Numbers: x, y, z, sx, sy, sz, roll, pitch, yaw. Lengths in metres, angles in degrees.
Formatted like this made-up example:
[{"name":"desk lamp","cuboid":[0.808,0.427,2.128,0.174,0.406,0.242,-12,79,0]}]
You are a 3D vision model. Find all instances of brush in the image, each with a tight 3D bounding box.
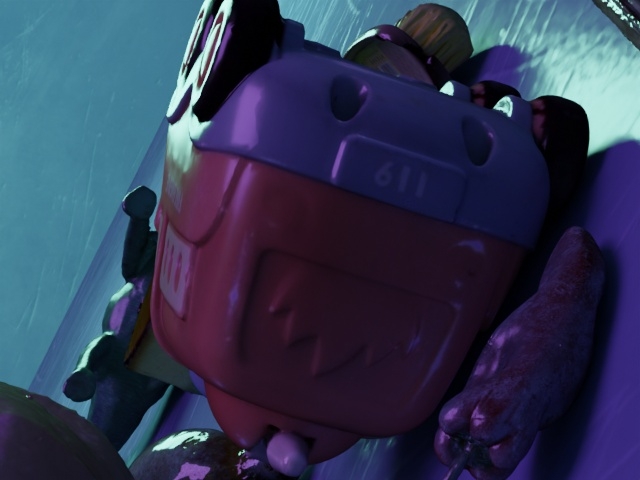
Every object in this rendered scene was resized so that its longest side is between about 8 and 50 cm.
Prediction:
[{"name":"brush","cuboid":[0.045,-0.108,1.237,0.067,0.072,0.313,-41,3,-14]}]

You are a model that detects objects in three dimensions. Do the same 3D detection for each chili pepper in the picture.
[{"name":"chili pepper","cuboid":[0.083,0.049,0.694,0.050,0.041,0.153,-18,25,47]}]

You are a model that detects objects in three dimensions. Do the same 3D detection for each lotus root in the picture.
[{"name":"lotus root","cuboid":[-0.070,0.155,1.054,0.165,0.088,0.088,-27,35,55]}]

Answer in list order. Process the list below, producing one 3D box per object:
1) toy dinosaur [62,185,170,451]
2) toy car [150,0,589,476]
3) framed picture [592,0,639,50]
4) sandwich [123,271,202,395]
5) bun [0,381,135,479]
[{"name":"toy dinosaur","cuboid":[-0.158,0.080,1.636,0.331,0.129,0.383,121,174,-68]},{"name":"toy car","cuboid":[0.000,0.000,0.879,0.270,0.180,0.212,-134,62,-78]},{"name":"framed picture","cuboid":[0.210,-0.214,0.815,0.273,0.016,0.216,-59,11,14]},{"name":"sandwich","cuboid":[-0.041,0.008,1.183,0.220,0.108,0.186,-66,12,-4]},{"name":"bun","cuboid":[-0.185,0.261,0.932,0.365,0.219,0.365,-169,90,-82]}]
